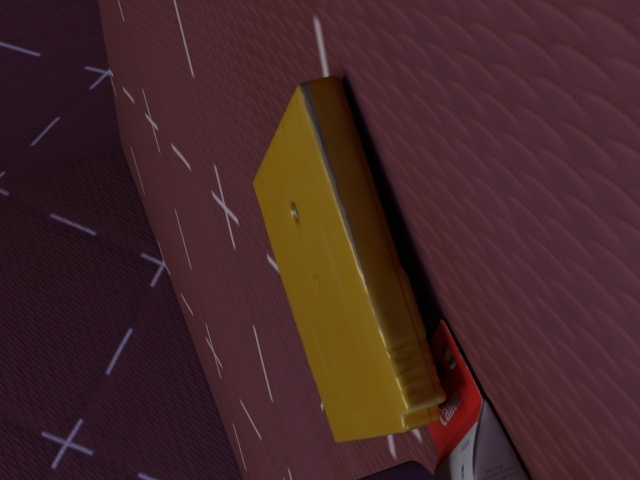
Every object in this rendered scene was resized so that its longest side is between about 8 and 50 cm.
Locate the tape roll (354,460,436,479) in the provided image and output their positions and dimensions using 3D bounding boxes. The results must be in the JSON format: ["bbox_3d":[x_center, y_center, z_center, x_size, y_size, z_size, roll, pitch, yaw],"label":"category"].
[{"bbox_3d":[0.078,0.300,0.773,0.189,0.080,0.189,164,90,-77],"label":"tape roll"}]

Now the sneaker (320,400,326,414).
[{"bbox_3d":[0.021,0.223,1.170,0.083,0.031,0.035,90,156,-49],"label":"sneaker"}]

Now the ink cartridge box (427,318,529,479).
[{"bbox_3d":[0.120,0.207,0.765,0.181,0.056,0.225,101,146,-61],"label":"ink cartridge box"}]

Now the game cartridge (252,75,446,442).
[{"bbox_3d":[0.018,0.038,0.880,0.285,0.052,0.324,132,121,-71],"label":"game cartridge"}]
